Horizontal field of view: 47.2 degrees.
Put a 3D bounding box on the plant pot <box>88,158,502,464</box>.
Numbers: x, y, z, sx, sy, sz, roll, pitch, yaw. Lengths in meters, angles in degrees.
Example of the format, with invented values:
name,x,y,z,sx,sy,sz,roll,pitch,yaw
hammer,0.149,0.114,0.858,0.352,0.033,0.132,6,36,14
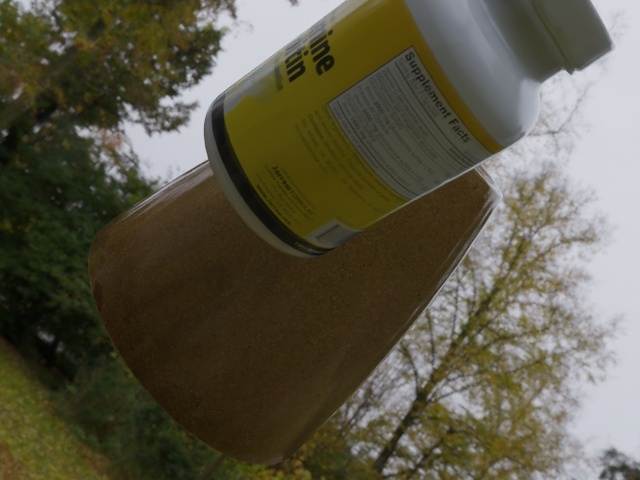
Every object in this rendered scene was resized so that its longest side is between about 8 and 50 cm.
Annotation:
name,x,y,z,sx,sy,sz,roll,pitch,yaw
plant pot,0.000,0.000,0.558,0.237,0.254,0.237,45,18,-19

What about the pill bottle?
name,x,y,z,sx,sy,sz,roll,pitch,yaw
pill bottle,0.040,-0.074,0.360,0.184,0.103,0.103,-31,-64,24
